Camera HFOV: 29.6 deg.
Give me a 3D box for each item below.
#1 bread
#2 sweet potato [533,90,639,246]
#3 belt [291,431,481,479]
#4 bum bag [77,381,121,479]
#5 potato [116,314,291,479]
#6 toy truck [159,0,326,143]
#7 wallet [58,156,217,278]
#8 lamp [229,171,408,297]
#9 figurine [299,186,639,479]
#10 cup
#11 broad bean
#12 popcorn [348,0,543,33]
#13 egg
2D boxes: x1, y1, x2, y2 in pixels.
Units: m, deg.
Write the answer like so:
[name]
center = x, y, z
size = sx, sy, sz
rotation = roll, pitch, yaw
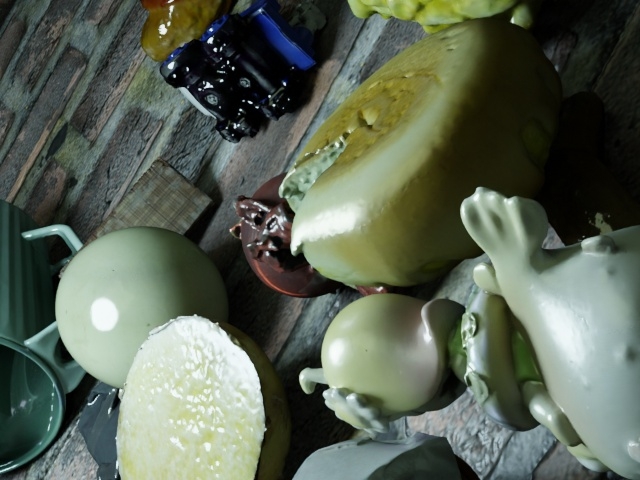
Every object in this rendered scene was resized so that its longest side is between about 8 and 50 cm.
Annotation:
[bread]
center = 0.107, -0.078, 1.174
size = 0.333, 0.160, 0.333
rotation = -41, 19, 17
[sweet potato]
center = 0.264, -0.047, 1.149
size = 0.112, 0.085, 0.286
rotation = -37, 40, 12
[belt]
center = 0.040, 0.335, 1.064
size = 0.122, 0.217, 0.339
rotation = -11, 50, 49
[bum bag]
center = -0.264, 0.279, 1.629
size = 0.123, 0.060, 0.248
rotation = -52, 37, 13
[potato]
center = -0.128, 0.216, 1.427
size = 0.239, 0.116, 0.299
rotation = 35, 116, 29
[toy truck]
center = -0.105, -0.263, 1.732
size = 0.213, 0.161, 0.177
rotation = -24, 30, 42
[wallet]
center = -0.265, -0.001, 1.755
size = 0.124, 0.042, 0.230
rotation = 38, 82, 17
[lamp]
center = -0.004, 0.009, 1.405
size = 0.223, 0.215, 0.151
rotation = -89, 19, -62
[figurine]
center = 0.151, 0.072, 1.011
size = 0.394, 0.275, 0.227
rotation = -8, 32, 34
[cup]
center = -0.513, 0.142, 1.895
size = 0.392, 0.400, 0.310
rotation = -104, 18, -50
[broad bean]
center = -0.221, -0.397, 1.974
size = 0.228, 0.122, 0.156
rotation = -47, 40, 15
[popcorn]
center = 0.158, -0.334, 1.346
size = 0.293, 0.237, 0.293
rotation = 15, -90, -89
[egg]
center = -0.231, 0.089, 1.581
size = 0.269, 0.219, 0.219
rotation = 20, 83, 52
